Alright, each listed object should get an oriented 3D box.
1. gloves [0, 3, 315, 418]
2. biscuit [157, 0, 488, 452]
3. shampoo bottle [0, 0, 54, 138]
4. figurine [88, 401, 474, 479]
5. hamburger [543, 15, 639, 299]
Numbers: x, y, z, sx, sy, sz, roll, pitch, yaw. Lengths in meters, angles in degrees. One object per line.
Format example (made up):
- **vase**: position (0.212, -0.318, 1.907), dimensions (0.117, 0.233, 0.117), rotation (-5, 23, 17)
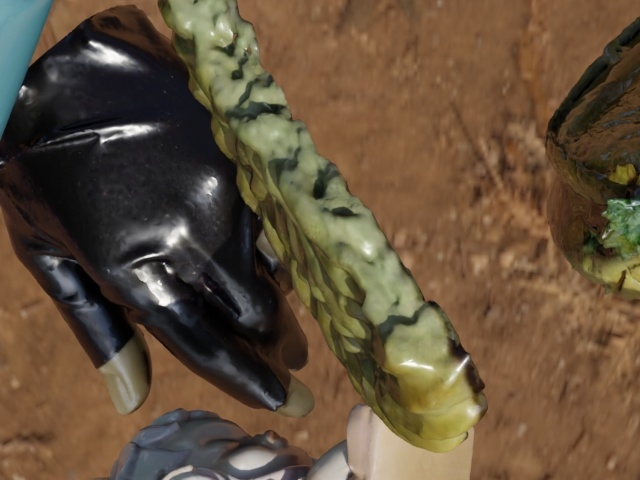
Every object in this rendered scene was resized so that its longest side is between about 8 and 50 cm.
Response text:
- **gloves**: position (-0.102, 0.001, 1.252), dimensions (0.197, 0.301, 0.152), rotation (-39, 24, 6)
- **biscuit**: position (0.000, 0.000, 0.901), dimensions (0.036, 0.187, 0.273), rotation (-29, 57, -6)
- **shampoo bottle**: position (-0.332, -0.087, 1.003), dimensions (0.331, 0.342, 0.331), rotation (20, 35, -14)
- **figurine**: position (-0.035, 0.144, 1.083), dimensions (0.237, 0.162, 0.141), rotation (-8, 79, 37)
- **hamburger**: position (0.250, -0.070, 1.263), dimensions (0.309, 0.211, 0.132), rotation (-48, 116, -36)
